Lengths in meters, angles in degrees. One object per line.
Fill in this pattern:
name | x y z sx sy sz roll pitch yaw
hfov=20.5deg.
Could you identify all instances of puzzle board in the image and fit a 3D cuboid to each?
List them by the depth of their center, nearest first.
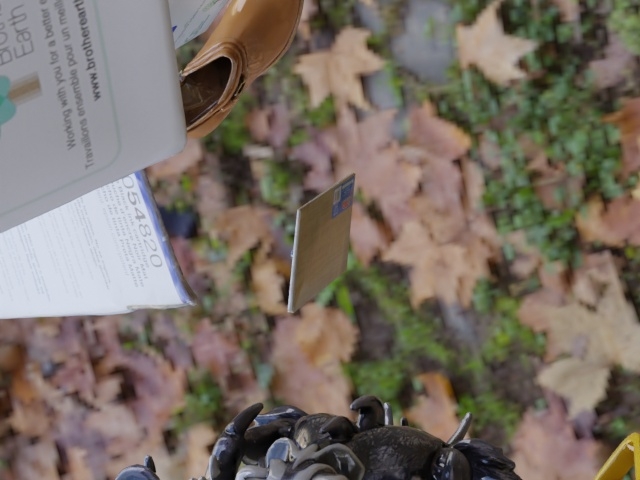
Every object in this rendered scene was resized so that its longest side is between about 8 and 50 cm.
puzzle board | 0.000 0.000 1.578 0.011 0.128 0.096 12 111 19

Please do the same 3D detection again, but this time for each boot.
boot | -0.080 -0.178 1.664 0.073 0.152 0.197 29 98 1

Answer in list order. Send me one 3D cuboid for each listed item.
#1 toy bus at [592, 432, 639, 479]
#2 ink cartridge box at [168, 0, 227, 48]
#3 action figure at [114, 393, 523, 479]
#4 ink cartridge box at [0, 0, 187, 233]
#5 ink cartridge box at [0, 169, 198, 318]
toy bus | 0.277 0.217 1.232 0.191 0.104 0.202 -12 117 14
ink cartridge box | -0.193 -0.158 1.417 0.065 0.333 0.165 50 144 2
action figure | -0.007 0.149 0.825 0.164 0.276 0.141 13 100 25
ink cartridge box | -0.250 -0.083 0.489 0.151 0.395 0.270 42 150 38
ink cartridge box | -0.139 -0.073 0.797 0.224 0.045 0.223 -4 107 52
